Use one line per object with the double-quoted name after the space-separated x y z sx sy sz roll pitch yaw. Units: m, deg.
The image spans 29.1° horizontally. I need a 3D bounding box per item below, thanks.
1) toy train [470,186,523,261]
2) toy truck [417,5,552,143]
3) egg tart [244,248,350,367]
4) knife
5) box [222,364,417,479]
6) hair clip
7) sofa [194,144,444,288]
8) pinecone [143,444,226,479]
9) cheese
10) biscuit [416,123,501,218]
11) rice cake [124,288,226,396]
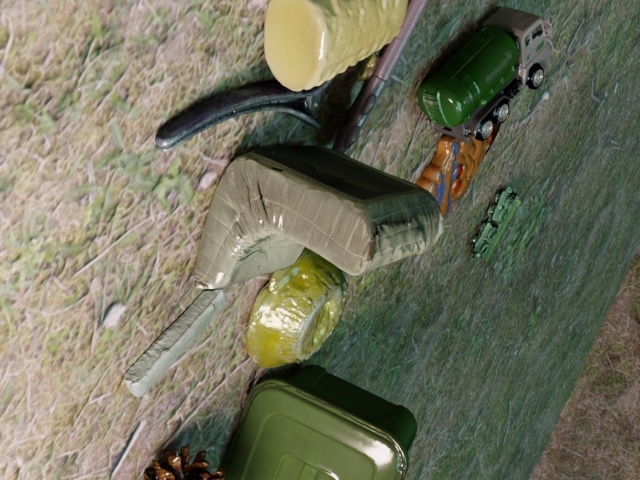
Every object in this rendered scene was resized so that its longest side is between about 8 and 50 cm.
0.324 -0.029 2.293 0.148 0.038 0.071 -61 155 1 "toy train"
0.240 -0.247 1.826 0.242 0.101 0.125 -45 139 -27 "toy truck"
-0.024 0.098 1.703 0.197 0.078 0.197 -45 154 -30 "egg tart"
0.107 -0.286 1.566 0.399 0.038 0.132 -62 -170 0 "knife"
-0.008 0.360 1.835 0.329 0.252 0.178 -69 168 19 "box"
-0.085 -0.147 1.372 0.275 0.048 0.083 -19 134 -50 "hair clip"
0.000 0.000 1.467 0.210 0.225 0.176 -17 127 -61 "sofa"
-0.177 0.353 1.598 0.173 0.173 0.174 -44 151 -33 "pinecone"
0.017 -0.251 1.392 0.167 0.094 0.123 -36 151 -38 "cheese"
0.218 -0.115 2.004 0.280 0.043 0.183 -43 154 -29 "biscuit"
-0.174 0.120 1.490 0.171 0.029 0.033 -47 148 -28 "rice cake"
